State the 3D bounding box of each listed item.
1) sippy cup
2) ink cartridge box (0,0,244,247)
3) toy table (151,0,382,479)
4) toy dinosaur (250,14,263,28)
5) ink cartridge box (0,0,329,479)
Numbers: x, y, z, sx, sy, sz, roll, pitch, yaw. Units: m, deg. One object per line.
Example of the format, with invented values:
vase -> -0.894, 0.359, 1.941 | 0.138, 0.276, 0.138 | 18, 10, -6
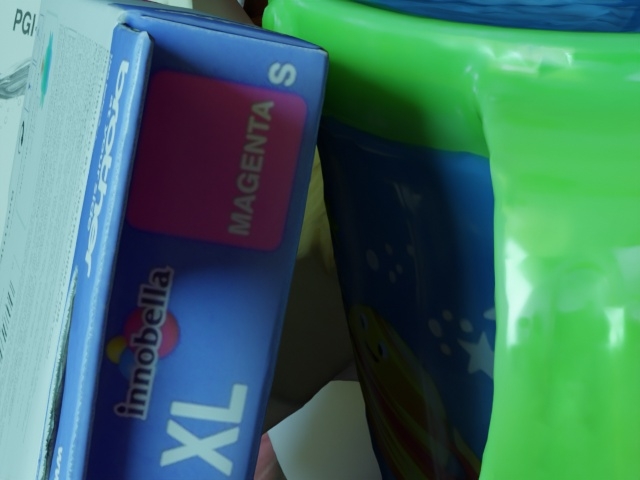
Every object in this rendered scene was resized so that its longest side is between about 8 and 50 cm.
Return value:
sippy cup -> 0.104, 0.014, 0.589 | 0.240, 0.305, 0.224 | 20, 120, 47
ink cartridge box -> -0.123, -0.069, 0.947 | 0.158, 0.092, 0.218 | 22, 101, 57
toy table -> 0.000, 0.000, 0.784 | 0.252, 0.161, 0.274 | -45, 40, 16
toy dinosaur -> -0.032, -0.098, 0.971 | 0.211, 0.064, 0.112 | -4, 50, 34
ink cartridge box -> -0.061, 0.021, 0.546 | 0.311, 0.065, 0.185 | -141, 61, -77
